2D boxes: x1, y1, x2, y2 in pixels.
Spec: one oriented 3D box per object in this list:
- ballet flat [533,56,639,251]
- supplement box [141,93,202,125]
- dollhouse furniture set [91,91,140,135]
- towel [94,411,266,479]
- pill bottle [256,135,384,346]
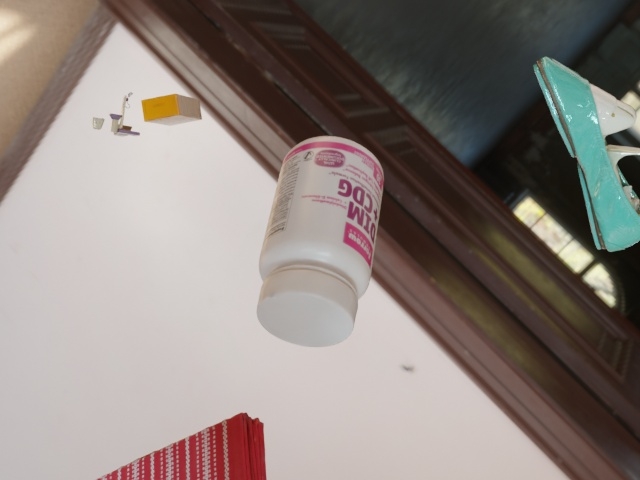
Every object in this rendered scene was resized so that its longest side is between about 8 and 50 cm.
[{"bbox_3d":[0.314,-0.103,0.910,0.087,0.247,0.083,-18,-158,22],"label":"ballet flat"},{"bbox_3d":[-0.238,-0.209,1.326,0.062,0.036,0.098,-8,-178,15],"label":"supplement box"},{"bbox_3d":[-0.403,-0.250,1.612,0.114,0.091,0.081,-170,-93,-68],"label":"dollhouse furniture set"},{"bbox_3d":[-0.161,0.323,0.909,0.275,0.199,0.031,-29,142,29],"label":"towel"},{"bbox_3d":[0.000,0.000,1.192,0.160,0.160,0.283,123,-18,-51],"label":"pill bottle"}]
